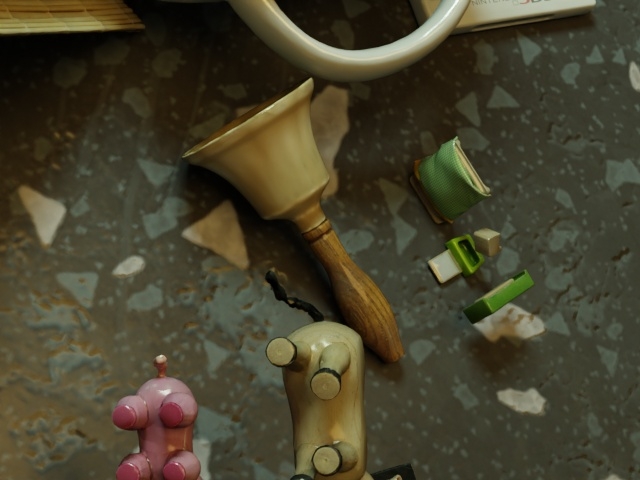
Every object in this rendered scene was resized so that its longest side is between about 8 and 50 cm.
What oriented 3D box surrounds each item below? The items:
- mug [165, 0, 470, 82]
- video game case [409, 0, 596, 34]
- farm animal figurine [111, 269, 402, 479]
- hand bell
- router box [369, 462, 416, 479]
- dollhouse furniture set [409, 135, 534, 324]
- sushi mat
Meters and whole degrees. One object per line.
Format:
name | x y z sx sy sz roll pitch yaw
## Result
mug | -0.016 -0.309 1.048 0.328 0.276 0.374 -34 93 -21
video game case | 0.155 -0.320 1.266 0.206 0.026 0.227 -13 77 -28
farm animal figurine | -0.041 0.240 0.866 0.330 0.172 0.327 -40 84 8
hand bell | 0.000 0.000 1.049 0.126 0.126 0.242 -36 101 -30
router box | 0.035 0.278 0.979 0.133 0.046 0.179 -12 76 -27
dollhouse furniture set | 0.119 -0.006 1.105 0.058 0.076 0.151 -29 86 -31
sushi mat | -0.239 -0.207 0.931 0.151 0.019 0.316 50 17 1
